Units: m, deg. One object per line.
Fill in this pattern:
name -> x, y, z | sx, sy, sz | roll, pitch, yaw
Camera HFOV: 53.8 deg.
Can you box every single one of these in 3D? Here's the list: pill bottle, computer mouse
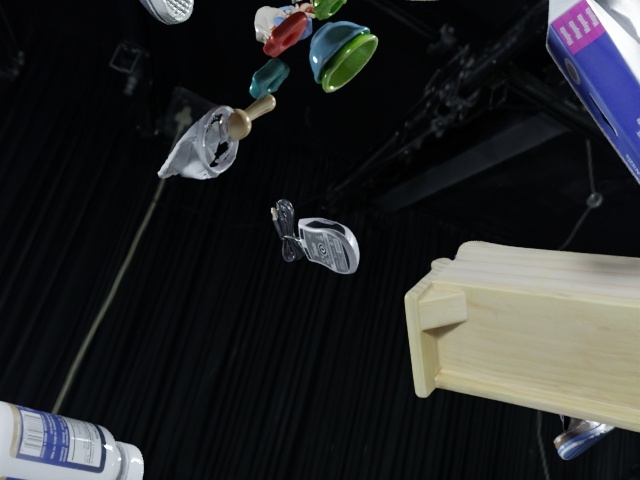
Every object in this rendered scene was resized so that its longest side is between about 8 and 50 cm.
pill bottle -> -0.266, 0.225, 0.631 | 0.094, 0.094, 0.169 | -5, -27, 40
computer mouse -> 0.000, 0.000, 0.902 | 0.193, 0.042, 0.106 | 19, -50, 51

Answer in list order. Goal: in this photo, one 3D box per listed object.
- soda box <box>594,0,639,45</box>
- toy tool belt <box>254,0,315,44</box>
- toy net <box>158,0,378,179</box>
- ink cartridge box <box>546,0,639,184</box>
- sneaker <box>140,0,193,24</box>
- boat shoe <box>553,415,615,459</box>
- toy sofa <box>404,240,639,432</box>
soda box -> 0.286, -0.287, 0.585 | 0.098, 0.286, 0.091 | -6, -39, -18
toy tool belt -> -0.032, -0.251, 0.736 | 0.051, 0.083, 0.052 | 43, -28, 40
toy net -> -0.047, -0.124, 0.555 | 0.045, 0.232, 0.122 | 48, -1, 4
ink cartridge box -> 0.480, -0.276, 1.018 | 0.071, 0.330, 0.324 | -29, -64, 37
sneaker -> -0.313, -0.495, 1.005 | 0.127, 0.126, 0.321 | -10, -72, 28
boat shoe -> 0.388, 0.266, 0.932 | 0.183, 0.066, 0.066 | -5, -42, -44
toy sofa -> 0.295, 0.112, 0.733 | 0.362, 0.177, 0.150 | 5, -65, 34
